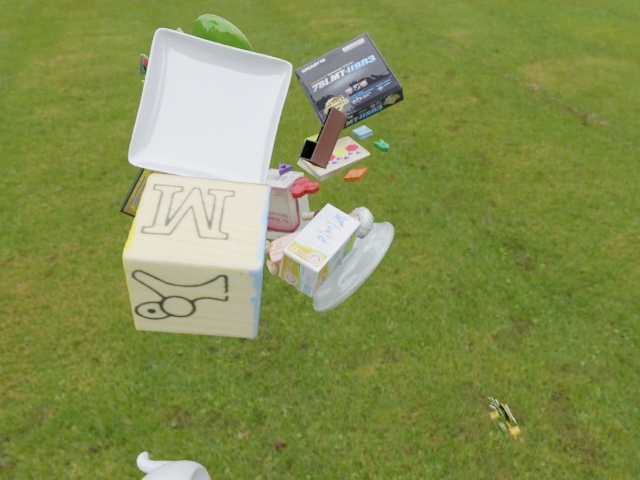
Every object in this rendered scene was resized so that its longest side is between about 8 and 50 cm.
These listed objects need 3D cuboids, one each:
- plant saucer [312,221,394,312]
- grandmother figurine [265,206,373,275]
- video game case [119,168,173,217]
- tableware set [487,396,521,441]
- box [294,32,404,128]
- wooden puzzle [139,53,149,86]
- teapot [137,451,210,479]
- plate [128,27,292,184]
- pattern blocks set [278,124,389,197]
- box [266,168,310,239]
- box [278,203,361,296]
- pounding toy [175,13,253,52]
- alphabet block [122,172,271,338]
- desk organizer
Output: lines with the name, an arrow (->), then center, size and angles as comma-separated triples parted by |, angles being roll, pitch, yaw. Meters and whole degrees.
plant saucer -> 0.084, 0.067, 1.919 | 0.100, 0.400, 0.400 | 42, 32, -11
grandmother figurine -> 0.000, 0.000, 1.646 | 0.343, 0.207, 0.104 | -24, -7, 12
video game case -> -0.545, -0.173, 1.992 | 0.248, 0.274, 0.035 | 25, 18, -28
tableware set -> 0.416, 0.414, 1.261 | 0.024, 0.104, 0.154 | -26, -8, -3
box -> 0.095, -0.543, 1.922 | 0.296, 0.073, 0.293 | -26, 63, 4
wooden puzzle -> -0.422, -0.415, 1.374 | 0.079, 0.116, 0.014 | 34, 51, 12
teapot -> -0.330, 0.584, 1.124 | 0.187, 0.252, 0.256 | -9, -5, 3
plate -> -0.221, -0.255, 1.120 | 0.278, 0.277, 0.045 | 13, 4, -7
pattern blocks set -> 0.035, -0.238, 1.618 | 0.325, 0.026, 0.285 | -20, 41, -8
box -> -0.136, -0.125, 2.003 | 0.149, 0.232, 0.127 | 10, 36, 28
box -> -0.002, 0.023, 1.384 | 0.103, 0.114, 0.203 | 32, 51, 14
pounding toy -> -0.299, -0.492, 1.487 | 0.237, 0.183, 0.110 | 6, 59, 47
alphabet block -> -0.188, 0.026, 0.893 | 0.197, 0.192, 0.193 | 6, 44, -6
desk organizer -> 0.006, -0.228, 1.212 | 0.050, 0.130, 0.047 | 19, 4, -45
